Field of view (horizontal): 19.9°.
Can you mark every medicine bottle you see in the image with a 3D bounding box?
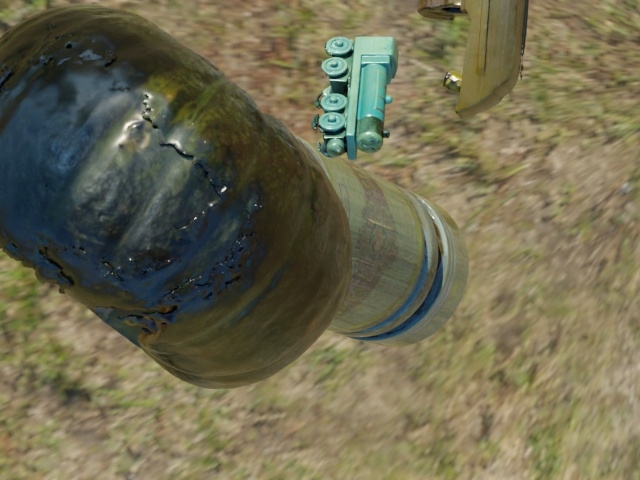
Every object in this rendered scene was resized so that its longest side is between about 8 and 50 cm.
[{"bbox_3d":[0.000,0.000,1.628,0.151,0.322,0.151,-7,76,28],"label":"medicine bottle"}]

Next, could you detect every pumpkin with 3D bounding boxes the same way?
[{"bbox_3d":[-0.118,-0.031,1.313,0.320,0.320,0.192,41,87,7],"label":"pumpkin"}]

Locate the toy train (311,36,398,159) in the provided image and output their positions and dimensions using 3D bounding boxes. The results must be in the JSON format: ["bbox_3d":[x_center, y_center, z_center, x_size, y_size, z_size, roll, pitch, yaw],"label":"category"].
[{"bbox_3d":[0.020,-0.081,1.035,0.045,0.092,0.029,0,137,6],"label":"toy train"}]

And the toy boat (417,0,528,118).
[{"bbox_3d":[0.122,-0.210,1.458,0.088,0.068,0.226,4,86,15],"label":"toy boat"}]
